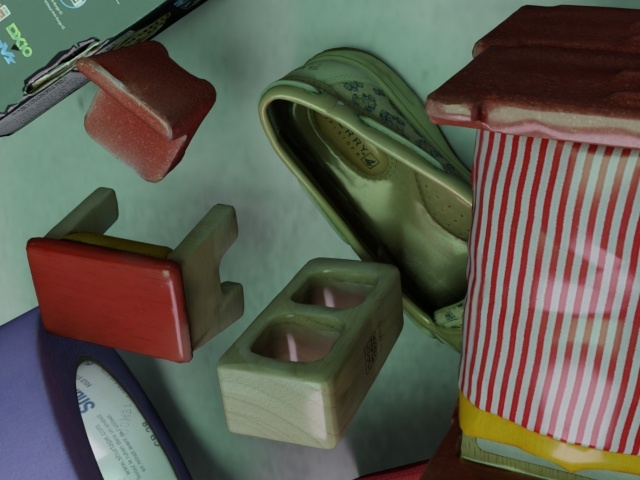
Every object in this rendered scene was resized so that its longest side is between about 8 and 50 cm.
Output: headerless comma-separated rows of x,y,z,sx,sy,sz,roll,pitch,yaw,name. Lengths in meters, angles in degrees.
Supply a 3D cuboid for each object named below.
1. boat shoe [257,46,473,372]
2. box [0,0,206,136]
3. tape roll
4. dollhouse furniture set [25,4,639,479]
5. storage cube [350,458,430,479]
0.073,0.009,0.540,0.285,0.089,0.104,44,120,2,boat shoe
-0.158,-0.253,0.499,0.293,0.073,0.295,-32,97,9,box
-0.151,0.179,0.598,0.090,0.275,0.275,-28,99,-4,tape roll
0.000,0.000,0.428,0.374,0.152,0.201,8,119,21,dollhouse furniture set
0.067,0.229,0.533,0.193,0.184,0.215,-22,73,34,storage cube
